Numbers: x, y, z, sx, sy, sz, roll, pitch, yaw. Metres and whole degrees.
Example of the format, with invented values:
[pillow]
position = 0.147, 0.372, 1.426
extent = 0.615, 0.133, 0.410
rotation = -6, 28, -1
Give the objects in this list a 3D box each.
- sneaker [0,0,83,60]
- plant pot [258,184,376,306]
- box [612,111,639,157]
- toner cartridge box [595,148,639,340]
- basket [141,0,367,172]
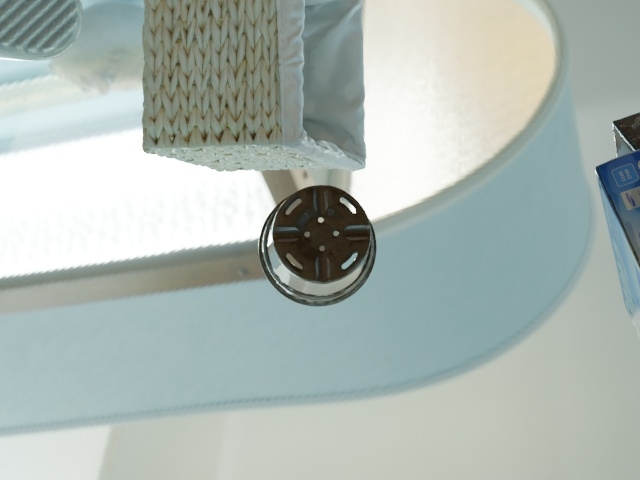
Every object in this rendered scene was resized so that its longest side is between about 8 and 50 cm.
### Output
[sneaker]
position = -0.400, -0.229, 0.938
extent = 0.150, 0.365, 0.135
rotation = 4, -98, 40
[plant pot]
position = 0.000, 0.000, 1.397
extent = 0.166, 0.165, 0.167
rotation = 0, -97, -3
[box]
position = 0.488, -0.109, 1.375
extent = 0.158, 0.093, 0.156
rotation = -19, -145, 2
[toner cartridge box]
position = 0.393, 0.056, 1.200
extent = 0.075, 0.348, 0.165
rotation = -21, -125, 9
[basket]
position = -0.094, -0.278, 1.625
extent = 0.266, 0.328, 0.332
rotation = -1, -92, 18
